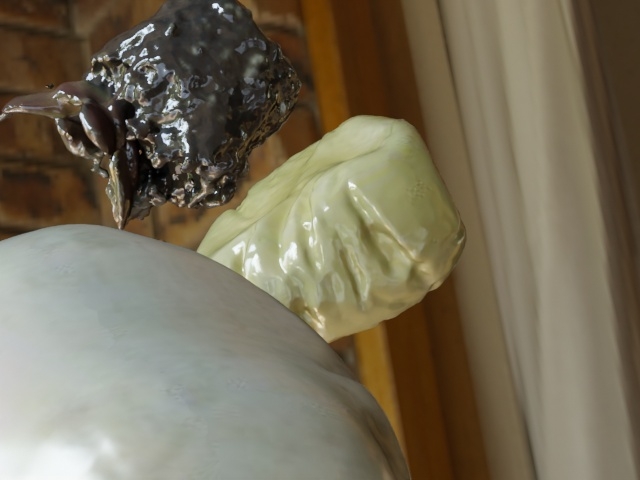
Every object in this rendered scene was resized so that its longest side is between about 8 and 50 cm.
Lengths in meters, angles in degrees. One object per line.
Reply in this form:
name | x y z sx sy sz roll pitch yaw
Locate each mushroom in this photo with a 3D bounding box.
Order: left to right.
mushroom | -0.065 0.127 0.569 0.254 0.260 0.234 -19 -32 33

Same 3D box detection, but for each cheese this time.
cheese | 0.000 0.000 1.168 0.214 0.117 0.226 -33 16 -5

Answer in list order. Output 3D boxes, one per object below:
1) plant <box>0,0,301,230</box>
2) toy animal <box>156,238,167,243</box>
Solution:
plant | -0.144 -0.122 1.445 0.234 0.204 0.178 -42 5 -22
toy animal | -0.138 0.094 0.949 0.195 0.169 0.281 -1 9 37
